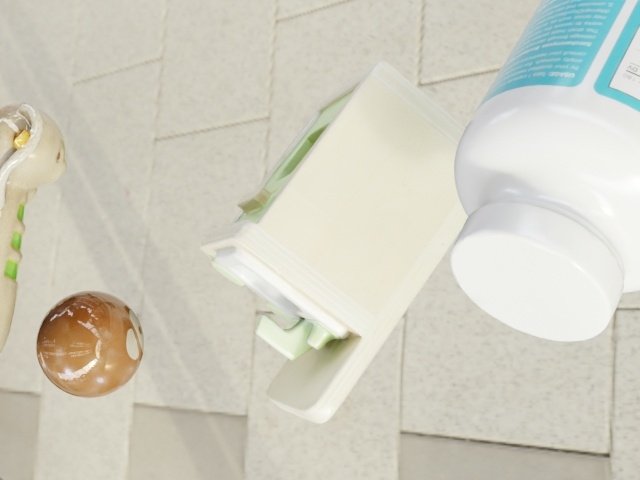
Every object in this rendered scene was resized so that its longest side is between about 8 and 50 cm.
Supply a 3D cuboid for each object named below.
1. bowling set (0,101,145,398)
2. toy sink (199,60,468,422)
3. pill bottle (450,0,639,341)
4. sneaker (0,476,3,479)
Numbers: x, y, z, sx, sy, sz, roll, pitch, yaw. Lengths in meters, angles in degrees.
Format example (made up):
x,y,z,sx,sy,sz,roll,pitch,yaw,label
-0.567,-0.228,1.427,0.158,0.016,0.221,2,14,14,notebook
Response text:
x,y,z,sx,sy,sz,roll,pitch,yaw,label
-0.178,-0.015,0.524,0.287,0.200,0.154,-6,69,62,bowling set
0.000,0.000,0.798,0.234,0.131,0.153,-54,10,-11,toy sink
0.172,-0.071,0.621,0.146,0.146,0.264,0,48,46,pill bottle
-0.374,0.201,0.868,0.125,0.139,0.341,-38,92,21,sneaker
